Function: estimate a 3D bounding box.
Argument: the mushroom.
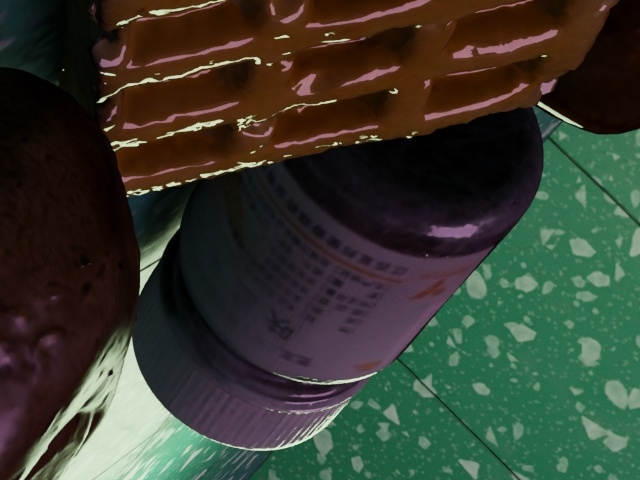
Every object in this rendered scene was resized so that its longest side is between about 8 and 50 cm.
[{"bbox_3d":[-0.136,0.046,0.584,0.194,0.138,0.231,-38,176,-33],"label":"mushroom"}]

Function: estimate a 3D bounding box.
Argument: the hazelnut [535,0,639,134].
[{"bbox_3d":[0.186,-0.186,0.966,0.234,0.218,0.218,-28,180,26],"label":"hazelnut"}]

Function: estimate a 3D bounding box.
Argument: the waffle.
[{"bbox_3d":[0.015,-0.102,0.614,0.221,0.055,0.248,-14,161,-14],"label":"waffle"}]

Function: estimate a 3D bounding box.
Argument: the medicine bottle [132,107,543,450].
[{"bbox_3d":[0.000,0.000,0.979,0.165,0.165,0.273,-38,169,-42],"label":"medicine bottle"}]
